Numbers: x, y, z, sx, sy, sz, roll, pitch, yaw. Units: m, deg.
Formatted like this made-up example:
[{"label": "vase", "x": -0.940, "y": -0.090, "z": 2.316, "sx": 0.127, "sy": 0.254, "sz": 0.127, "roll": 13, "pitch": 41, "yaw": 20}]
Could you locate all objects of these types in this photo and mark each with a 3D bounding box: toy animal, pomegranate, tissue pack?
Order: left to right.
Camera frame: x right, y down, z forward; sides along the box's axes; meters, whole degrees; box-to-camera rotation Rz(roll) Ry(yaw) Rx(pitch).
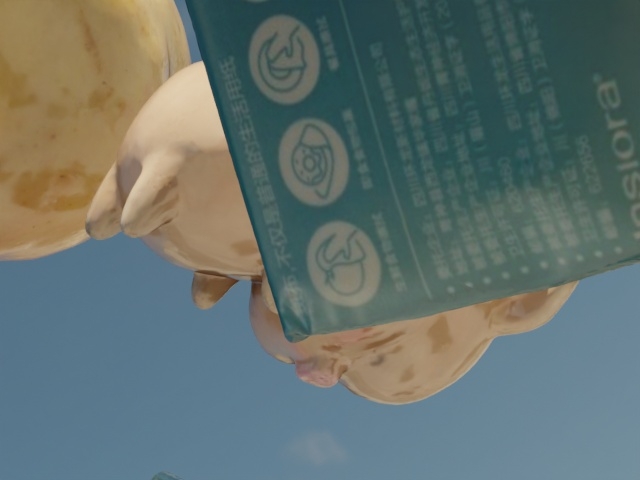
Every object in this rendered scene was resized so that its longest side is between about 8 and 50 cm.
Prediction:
[{"label": "pomegranate", "x": -0.312, "y": -0.183, "z": 1.422, "sx": 0.411, "sy": 0.411, "sz": 0.411, "roll": -26, "pitch": -30, "yaw": -16}, {"label": "toy animal", "x": -0.001, "y": -0.005, "z": 0.942, "sx": 0.250, "sy": 0.166, "sz": 0.154, "roll": 38, "pitch": -101, "yaw": -22}, {"label": "tissue pack", "x": 0.054, "y": -0.113, "z": 0.561, "sx": 0.192, "sy": 0.270, "sz": 0.134, "roll": -13, "pitch": 2, "yaw": 35}]

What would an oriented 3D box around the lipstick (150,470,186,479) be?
[{"label": "lipstick", "x": -0.078, "y": 0.247, "z": 1.403, "sx": 0.048, "sy": 0.158, "sz": 0.048, "roll": -42, "pitch": -37, "yaw": -43}]
